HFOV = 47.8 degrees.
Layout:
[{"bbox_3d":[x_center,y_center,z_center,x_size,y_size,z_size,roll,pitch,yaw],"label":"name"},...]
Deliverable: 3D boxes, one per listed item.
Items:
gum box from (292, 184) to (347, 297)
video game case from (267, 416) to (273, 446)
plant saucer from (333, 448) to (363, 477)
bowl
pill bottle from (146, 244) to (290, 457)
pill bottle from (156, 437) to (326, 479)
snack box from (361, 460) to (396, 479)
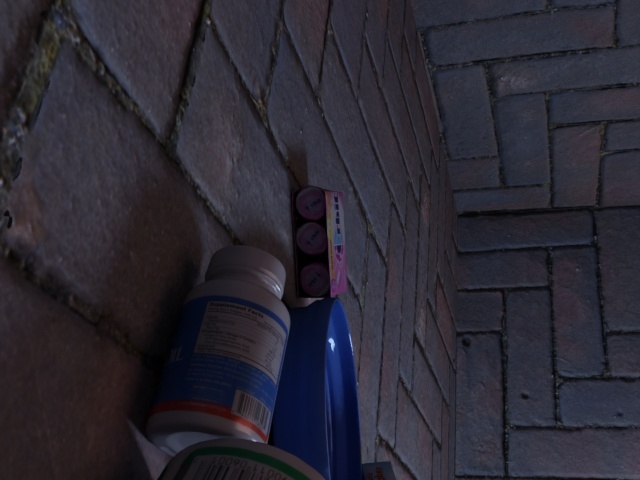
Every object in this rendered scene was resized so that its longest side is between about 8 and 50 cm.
[{"bbox_3d":[0.000,0.000,1.240,0.107,0.062,0.188,-6,93,-74],"label":"gum box"},{"bbox_3d":[-0.078,0.320,0.917,0.274,0.026,0.196,47,45,-78],"label":"video game case"},{"bbox_3d":[0.036,0.486,1.312,0.188,0.045,0.188,13,75,-72],"label":"plant saucer"},{"bbox_3d":[0.002,0.281,1.070,0.391,0.077,0.390,-5,90,-82],"label":"bowl"},{"bbox_3d":[-0.100,0.120,0.783,0.124,0.124,0.221,68,25,-47],"label":"pill bottle"},{"bbox_3d":[-0.108,0.353,0.574,0.361,0.204,0.204,-62,145,-57],"label":"pill bottle"},{"bbox_3d":[0.109,0.562,1.222,0.187,0.060,0.321,-111,-161,-65],"label":"snack box"}]
